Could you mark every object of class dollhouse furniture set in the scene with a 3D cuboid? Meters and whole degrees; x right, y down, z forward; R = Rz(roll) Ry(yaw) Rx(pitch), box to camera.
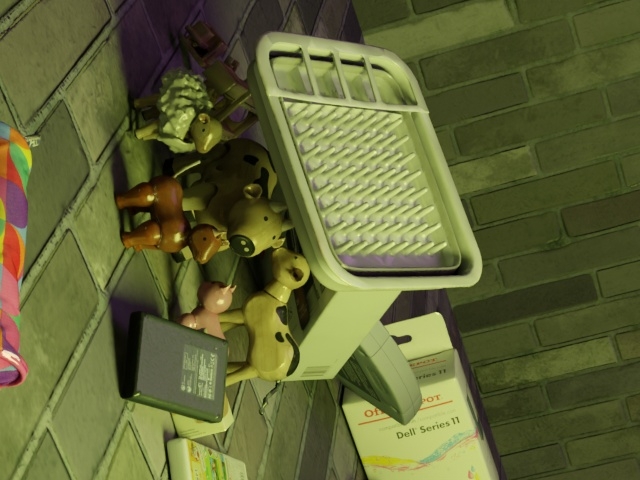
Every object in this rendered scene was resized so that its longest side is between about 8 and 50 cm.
[{"bbox_3d":[-0.171,-0.225,1.983,0.161,0.101,0.182,53,8,13],"label":"dollhouse furniture set"}]

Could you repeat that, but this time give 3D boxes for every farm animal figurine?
[{"bbox_3d":[-0.101,-0.008,1.767,0.330,0.172,0.327,63,17,-45],"label":"farm animal figurine"}]

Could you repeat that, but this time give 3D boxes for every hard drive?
[{"bbox_3d":[-0.154,0.137,1.564,0.135,0.022,0.094,25,62,-47],"label":"hard drive"}]

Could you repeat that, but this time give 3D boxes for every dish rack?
[{"bbox_3d":[0.042,-0.082,1.744,0.285,0.072,0.333,1,63,-47],"label":"dish rack"}]

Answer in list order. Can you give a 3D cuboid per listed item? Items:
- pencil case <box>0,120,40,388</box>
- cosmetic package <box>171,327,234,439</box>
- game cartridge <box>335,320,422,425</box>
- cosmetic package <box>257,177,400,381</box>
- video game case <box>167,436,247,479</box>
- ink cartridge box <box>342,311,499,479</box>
[{"bbox_3d":[-0.276,0.011,1.153,0.104,0.104,0.236,59,21,-51],"label":"pencil case"},{"bbox_3d":[-0.144,0.162,1.645,0.041,0.060,0.115,-43,116,-76],"label":"cosmetic package"},{"bbox_3d":[0.057,0.172,2.279,0.062,0.198,0.297,-51,143,-18],"label":"game cartridge"},{"bbox_3d":[0.000,0.000,1.994,0.377,0.097,0.284,120,-35,-62],"label":"cosmetic package"},{"bbox_3d":[-0.113,0.348,1.649,0.206,0.026,0.227,45,34,-67],"label":"video game case"},{"bbox_3d":[0.164,0.318,2.482,0.119,0.207,0.353,-78,150,-67],"label":"ink cartridge box"}]
